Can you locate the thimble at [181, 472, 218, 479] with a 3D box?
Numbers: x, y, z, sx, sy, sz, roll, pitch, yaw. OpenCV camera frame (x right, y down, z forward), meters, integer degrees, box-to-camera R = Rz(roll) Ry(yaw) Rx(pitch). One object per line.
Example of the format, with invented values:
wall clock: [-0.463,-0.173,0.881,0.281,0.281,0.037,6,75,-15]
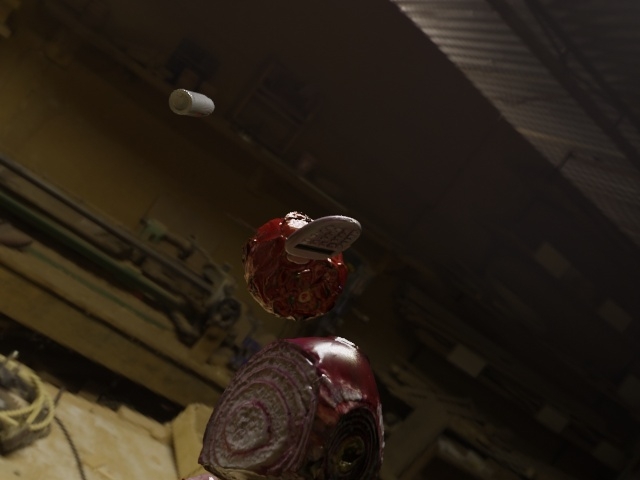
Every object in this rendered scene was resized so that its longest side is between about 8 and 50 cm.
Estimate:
thimble: [-0.268,0.598,1.658,0.125,0.189,0.163,-10,17,-18]

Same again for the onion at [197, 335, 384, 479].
onion: [-0.012,0.243,1.014,0.216,0.206,0.207,-3,-35,40]

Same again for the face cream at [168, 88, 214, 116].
face cream: [-0.176,-0.191,1.090,0.034,0.034,0.130,35,11,3]

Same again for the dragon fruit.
dragon fruit: [-0.059,0.065,1.757,0.252,0.241,0.241,31,0,29]

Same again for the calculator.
calculator: [0.000,0.000,1.279,0.103,0.024,0.166,12,-30,-32]
